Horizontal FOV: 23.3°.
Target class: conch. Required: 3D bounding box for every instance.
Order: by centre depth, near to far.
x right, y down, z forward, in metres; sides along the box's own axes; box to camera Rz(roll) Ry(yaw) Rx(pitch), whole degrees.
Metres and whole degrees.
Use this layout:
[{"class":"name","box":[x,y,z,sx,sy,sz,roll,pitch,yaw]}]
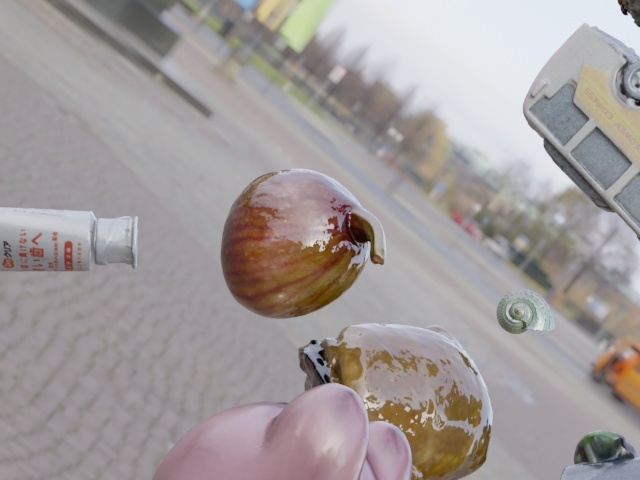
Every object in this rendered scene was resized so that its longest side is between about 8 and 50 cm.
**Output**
[{"class":"conch","box":[0.266,0.091,1.994,0.076,0.057,0.085,10,12,12]}]

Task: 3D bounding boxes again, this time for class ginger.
[{"class":"ginger","box":[0.099,0.201,1.853,0.269,0.223,0.200,95,-21,-71]}]

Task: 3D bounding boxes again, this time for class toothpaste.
[{"class":"toothpaste","box":[-0.291,-0.002,1.472,0.234,0.089,0.057,2,42,-5]}]

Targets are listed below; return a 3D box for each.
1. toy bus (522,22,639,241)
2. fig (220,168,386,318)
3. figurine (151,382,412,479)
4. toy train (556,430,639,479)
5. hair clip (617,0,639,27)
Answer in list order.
[{"class":"toy bus","box":[0.340,-0.055,1.483,0.342,0.138,0.097,49,10,22]},{"class":"fig","box":[-0.002,-0.004,1.715,0.175,0.207,0.175,40,41,-47]},{"class":"figurine","box":[-0.049,0.261,1.313,0.211,0.261,0.269,-1,-19,21]},{"class":"toy train","box":[0.460,0.394,2.149,0.173,0.307,0.249,-47,120,-54]},{"class":"hair clip","box":[0.388,-0.307,1.830,0.091,0.138,0.321,13,-26,35]}]
